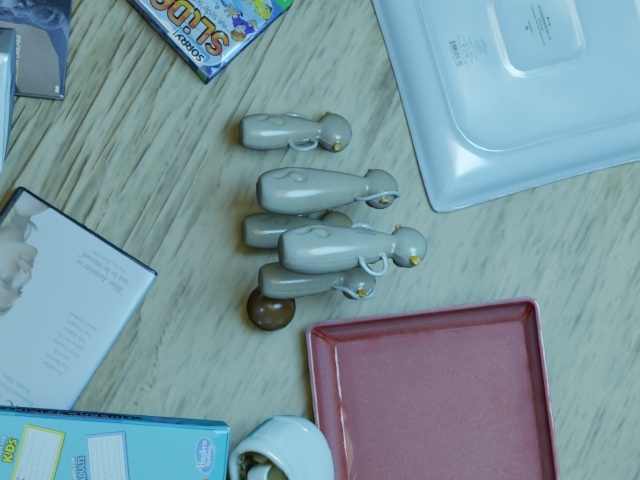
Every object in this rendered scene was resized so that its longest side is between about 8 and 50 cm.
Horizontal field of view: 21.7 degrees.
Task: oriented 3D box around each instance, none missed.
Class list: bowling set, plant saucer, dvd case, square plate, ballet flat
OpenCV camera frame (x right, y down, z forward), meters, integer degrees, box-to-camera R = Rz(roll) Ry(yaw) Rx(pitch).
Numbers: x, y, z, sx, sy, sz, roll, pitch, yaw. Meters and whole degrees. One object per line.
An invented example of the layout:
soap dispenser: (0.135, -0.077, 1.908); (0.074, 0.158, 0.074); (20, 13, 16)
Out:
bowling set: (0.000, 0.000, 1.813); (0.154, 0.200, 0.287); (-1, 40, -15)
plant saucer: (0.125, 0.203, 1.805); (0.259, 0.048, 0.258); (-8, 83, 13)
dvd case: (-0.317, 0.092, 1.796); (0.180, 0.022, 0.253); (33, 78, -4)
dvd case: (-0.385, -0.245, 1.834); (0.221, 0.018, 0.164); (5, 82, -9)
square plate: (0.247, -0.239, 1.927); (0.344, 0.049, 0.347); (-15, 84, -12)
ballet flat: (-0.020, 0.382, 1.742); (0.139, 0.139, 0.400); (-13, 82, -11)

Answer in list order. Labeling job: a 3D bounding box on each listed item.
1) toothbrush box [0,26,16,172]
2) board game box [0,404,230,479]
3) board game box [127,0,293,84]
toothbrush box: (-0.461, -0.157, 1.697); (0.295, 0.216, 0.126); (3, 103, -10)
board game box: (-0.273, 0.303, 1.731); (0.336, 0.079, 0.254); (5, 88, -9)
board game box: (-0.148, -0.293, 1.873); (0.201, 0.035, 0.136); (45, 77, -1)
